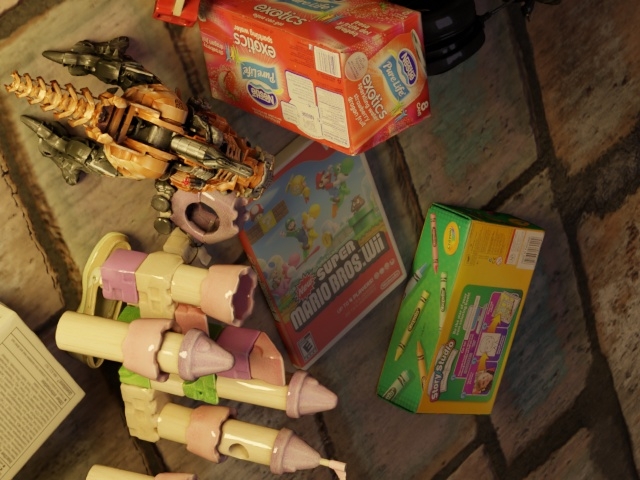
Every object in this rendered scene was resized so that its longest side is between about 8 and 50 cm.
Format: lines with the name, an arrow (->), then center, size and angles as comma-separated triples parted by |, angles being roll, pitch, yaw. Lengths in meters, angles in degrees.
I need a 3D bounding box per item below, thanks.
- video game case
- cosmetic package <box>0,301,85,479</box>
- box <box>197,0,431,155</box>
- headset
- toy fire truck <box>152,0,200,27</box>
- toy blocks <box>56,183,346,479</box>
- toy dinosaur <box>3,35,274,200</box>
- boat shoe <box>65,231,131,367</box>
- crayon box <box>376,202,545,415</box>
video game case -> 0.000, 0.000, 2.196 | 0.204, 0.025, 0.285 | -42, 132, -24
cosmetic package -> -0.409, 0.214, 1.816 | 0.309, 0.113, 0.160 | -48, 135, -18
box -> -0.010, -0.203, 1.926 | 0.123, 0.257, 0.128 | -29, 125, -31
headset -> 0.129, -0.318, 2.137 | 0.394, 0.185, 0.243 | 0, 104, -29
toy fire truck -> -0.132, -0.320, 1.846 | 0.047, 0.192, 0.135 | 13, 70, -9
toy blocks -> -0.095, 0.127, 1.912 | 0.309, 0.260, 0.288 | -59, 152, -48
toy dinosaur -> -0.186, -0.125, 1.813 | 0.164, 0.218, 0.322 | -54, 136, -13
boat shoe -> -0.241, 0.066, 1.965 | 0.056, 0.048, 0.153 | 20, 93, -47
crayon box -> 0.192, 0.098, 2.387 | 0.165, 0.081, 0.278 | 7, 102, -46
